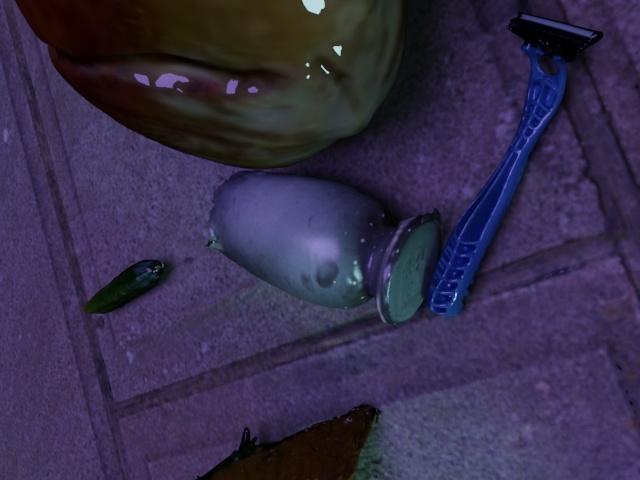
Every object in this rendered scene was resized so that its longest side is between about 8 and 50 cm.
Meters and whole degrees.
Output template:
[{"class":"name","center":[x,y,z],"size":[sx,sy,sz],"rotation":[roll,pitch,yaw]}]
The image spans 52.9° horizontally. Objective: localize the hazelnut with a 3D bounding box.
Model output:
[{"class":"hazelnut","center":[-0.080,-0.232,0.508],"size":[0.315,0.372,0.372],"rotation":[-36,67,-11]}]

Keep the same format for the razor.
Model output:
[{"class":"razor","center":[0.146,-0.050,0.524],"size":[0.082,0.042,0.253],"rotation":[40,116,50]}]

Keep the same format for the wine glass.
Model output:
[{"class":"wine glass","center":[0.000,0.000,0.583],"size":[0.204,0.111,0.111],"rotation":[17,102,28]}]

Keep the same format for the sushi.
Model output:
[{"class":"sushi","center":[-0.065,0.262,0.630],"size":[0.149,0.140,0.287],"rotation":[26,110,-8]}]

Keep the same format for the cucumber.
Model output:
[{"class":"cucumber","center":[-0.236,0.054,0.790],"size":[0.168,0.039,0.039],"rotation":[-29,76,34]}]
